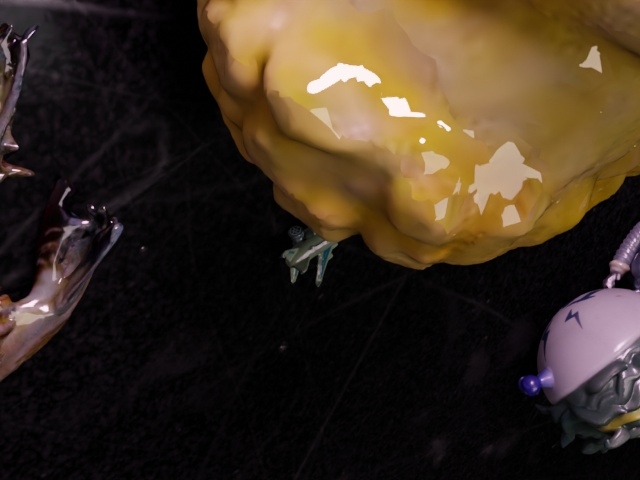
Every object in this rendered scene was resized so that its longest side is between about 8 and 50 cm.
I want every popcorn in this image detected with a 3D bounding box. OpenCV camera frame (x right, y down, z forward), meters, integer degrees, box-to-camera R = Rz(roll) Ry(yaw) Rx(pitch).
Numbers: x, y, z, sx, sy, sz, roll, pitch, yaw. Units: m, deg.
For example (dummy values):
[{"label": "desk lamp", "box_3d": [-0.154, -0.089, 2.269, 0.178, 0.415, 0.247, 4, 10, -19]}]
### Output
[{"label": "popcorn", "box_3d": [0.113, -0.138, 0.489, 0.349, 0.382, 0.348, -5, 102, -24]}]

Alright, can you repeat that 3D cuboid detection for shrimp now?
[{"label": "shrimp", "box_3d": [-0.196, 0.012, 0.517, 0.178, 0.075, 0.289, 10, 110, -57]}]

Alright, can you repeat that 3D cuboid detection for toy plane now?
[{"label": "toy plane", "box_3d": [-0.002, -0.001, 0.729, 0.083, 0.033, 0.080, -41, 139, -26]}]

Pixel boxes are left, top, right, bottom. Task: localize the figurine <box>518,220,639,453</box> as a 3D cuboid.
[{"label": "figurine", "box_3d": [0.416, 0.109, 1.117, 0.382, 0.186, 0.261, -41, 151, -24]}]
